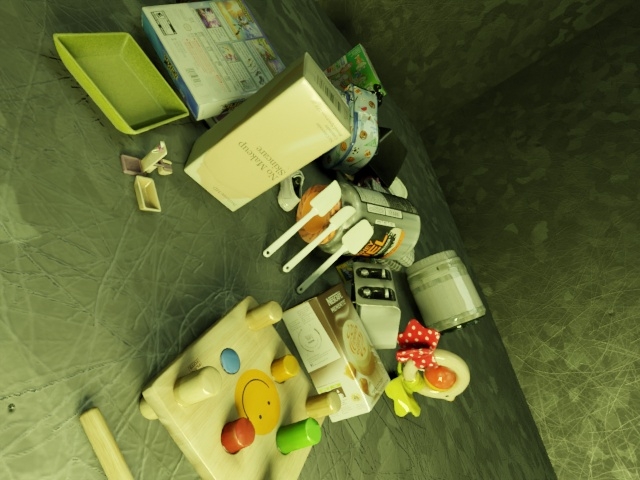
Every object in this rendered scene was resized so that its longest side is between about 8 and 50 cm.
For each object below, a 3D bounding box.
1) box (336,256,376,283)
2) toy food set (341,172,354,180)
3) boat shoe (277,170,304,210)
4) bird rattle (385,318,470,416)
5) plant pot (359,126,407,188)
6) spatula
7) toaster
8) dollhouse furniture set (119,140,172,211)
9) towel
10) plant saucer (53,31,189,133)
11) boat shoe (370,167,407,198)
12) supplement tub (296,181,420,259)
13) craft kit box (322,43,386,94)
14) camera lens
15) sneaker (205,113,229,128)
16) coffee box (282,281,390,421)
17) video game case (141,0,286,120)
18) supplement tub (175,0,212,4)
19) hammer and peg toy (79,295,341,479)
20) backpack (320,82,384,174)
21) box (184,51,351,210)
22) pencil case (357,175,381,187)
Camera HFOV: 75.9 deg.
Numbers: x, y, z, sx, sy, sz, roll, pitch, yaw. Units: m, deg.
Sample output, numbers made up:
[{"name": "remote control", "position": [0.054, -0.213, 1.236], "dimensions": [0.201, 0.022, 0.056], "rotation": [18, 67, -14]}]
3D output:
[{"name": "box", "position": [0.109, 0.071, 1.216], "dimensions": [0.059, 0.054, 0.169], "rotation": [62, 26, 1]}, {"name": "toy food set", "position": [0.100, -0.263, 1.563], "dimensions": [0.083, 0.020, 0.083], "rotation": [-13, 76, -62]}, {"name": "boat shoe", "position": [-0.074, -0.158, 1.107], "dimensions": [0.066, 0.063, 0.184], "rotation": [45, 31, -28]}, {"name": "bird rattle", "position": [0.276, 0.326, 1.053], "dimensions": [0.207, 0.253, 0.143], "rotation": [14, 27, 2]}, {"name": "plant pot", "position": [0.223, -0.343, 1.612], "dimensions": [0.188, 0.167, 0.187], "rotation": [42, -2, -32]}, {"name": "spatula", "position": [0.000, 0.000, 0.949], "dimensions": [0.168, 0.242, 0.019], "rotation": [52, -16, -21]}, {"name": "toaster", "position": [0.129, 0.171, 1.024], "dimensions": [0.168, 0.110, 0.185], "rotation": [-87, 177, -57]}, {"name": "dollhouse furniture set", "position": [-0.267, -0.108, 0.700], "dimensions": [0.091, 0.081, 0.114], "rotation": [8, 57, -58]}, {"name": "towel", "position": [0.208, -0.052, 1.446], "dimensions": [0.235, 0.121, 0.283], "rotation": [33, 40, -41]}, {"name": "plant saucer", "position": [-0.359, -0.281, 0.749], "dimensions": [0.188, 0.045, 0.188], "rotation": [53, 27, -14]}, {"name": "boat shoe", "position": [0.260, -0.291, 1.795], "dimensions": [0.109, 0.091, 0.304], "rotation": [-38, 97, -26]}, {"name": "supplement tub", "position": [0.105, -0.050, 1.124], "dimensions": [0.316, 0.194, 0.193], "rotation": [7, 56, -37]}, {"name": "craft kit box", "position": [0.113, -0.635, 1.696], "dimensions": [0.061, 0.250, 0.246], "rotation": [8, 57, -58]}, {"name": "camera lens", "position": [0.460, 0.198, 1.523], "dimensions": [0.220, 0.220, 0.274], "rotation": [8, 57, -58]}, {"name": "sneaker", "position": [-0.147, -0.285, 1.000], "dimensions": [0.282, 0.161, 0.102], "rotation": [36, 37, -39]}, {"name": "coffee box", "position": [0.036, 0.231, 0.880], "dimensions": [0.246, 0.098, 0.141], "rotation": [63, 26, 4]}, {"name": "video game case", "position": [-0.229, -0.421, 0.936], "dimensions": [0.245, 0.061, 0.269], "rotation": [-26, 80, -29]}, {"name": "supplement tub", "position": [-0.298, -0.560, 1.061], "dimensions": [0.106, 0.106, 0.197], "rotation": [3, 62, -60]}, {"name": "hammer and peg toy", "position": [-0.120, 0.250, 0.556], "dimensions": [0.265, 0.128, 0.361], "rotation": [58, 27, -5]}, {"name": "backpack", "position": [0.085, -0.364, 1.388], "dimensions": [0.214, 0.276, 0.263], "rotation": [1, 66, -26]}, {"name": "box", "position": [-0.106, -0.204, 0.818], "dimensions": [0.148, 0.311, 0.121], "rotation": [42, 32, -33]}, {"name": "pencil case", "position": [0.236, -0.166, 1.622], "dimensions": [0.209, 0.098, 0.095], "rotation": [38, 35, -39]}]
